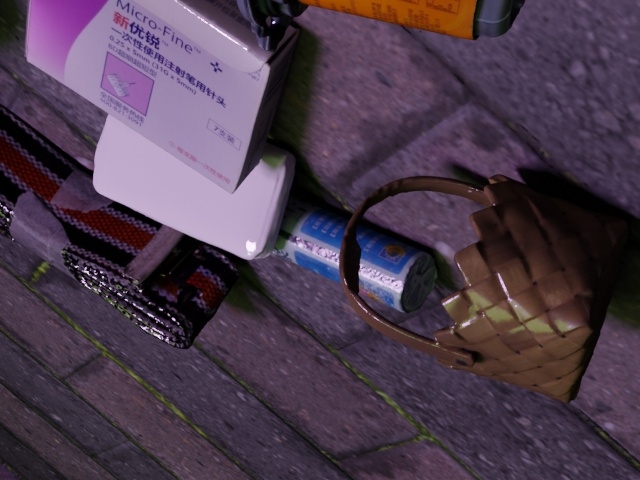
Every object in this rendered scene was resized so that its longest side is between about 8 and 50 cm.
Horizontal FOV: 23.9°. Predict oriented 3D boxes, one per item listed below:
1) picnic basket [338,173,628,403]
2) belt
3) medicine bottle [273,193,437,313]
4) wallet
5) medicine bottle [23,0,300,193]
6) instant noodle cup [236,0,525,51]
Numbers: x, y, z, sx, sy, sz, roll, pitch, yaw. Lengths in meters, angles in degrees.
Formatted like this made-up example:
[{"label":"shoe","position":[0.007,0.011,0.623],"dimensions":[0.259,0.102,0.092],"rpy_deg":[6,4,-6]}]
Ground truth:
[{"label":"picnic basket","position":[0.100,0.024,0.992],"dimensions":[0.178,0.128,0.138],"rpy_deg":[15,149,8]},{"label":"belt","position":[-0.240,-0.024,1.422],"dimensions":[0.359,0.094,0.126],"rpy_deg":[31,156,17]},{"label":"medicine bottle","position":[0.000,0.000,1.188],"dimensions":[0.191,0.051,0.051],"rpy_deg":[25,153,29]},{"label":"wallet","position":[-0.105,-0.053,1.203],"dimensions":[0.190,0.095,0.033],"rpy_deg":[20,-170,30]},{"label":"medicine bottle","position":[-0.118,-0.144,1.081],"dimensions":[0.201,0.052,0.171],"rpy_deg":[34,148,7]},{"label":"instant noodle cup","position":[0.047,-0.168,0.705],"dimensions":[0.125,0.177,0.208],"rpy_deg":[19,139,9]}]
